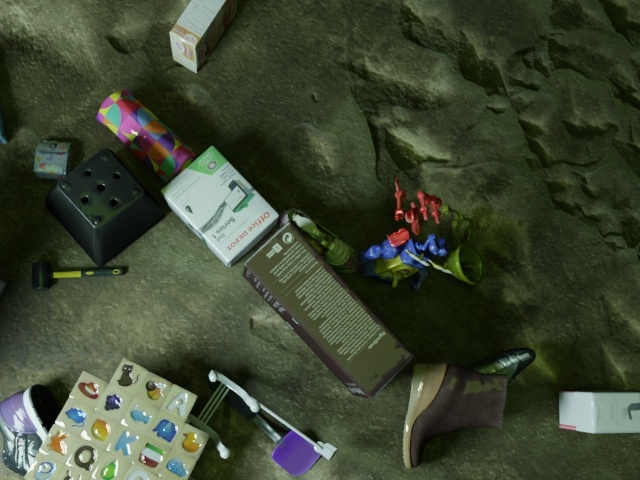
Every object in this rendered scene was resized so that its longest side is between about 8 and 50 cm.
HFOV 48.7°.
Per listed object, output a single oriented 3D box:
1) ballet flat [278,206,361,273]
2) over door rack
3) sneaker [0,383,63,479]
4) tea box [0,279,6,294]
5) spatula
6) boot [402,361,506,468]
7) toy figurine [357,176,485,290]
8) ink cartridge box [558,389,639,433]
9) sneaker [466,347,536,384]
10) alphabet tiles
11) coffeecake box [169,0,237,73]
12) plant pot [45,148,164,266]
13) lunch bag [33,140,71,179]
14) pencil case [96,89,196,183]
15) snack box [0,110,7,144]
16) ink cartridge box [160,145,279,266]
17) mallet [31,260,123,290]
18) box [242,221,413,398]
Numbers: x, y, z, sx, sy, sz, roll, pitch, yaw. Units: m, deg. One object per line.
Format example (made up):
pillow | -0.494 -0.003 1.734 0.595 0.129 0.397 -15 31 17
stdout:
ballet flat | 0.000 0.000 1.602 0.221 0.079 0.077 36 76 -2
over door rack | -0.155 0.453 1.465 0.324 0.108 0.239 34 87 0
sneaker | -0.572 0.446 1.442 0.124 0.107 0.283 -25 83 6
tea box | -0.798 0.167 1.320 0.220 0.323 0.329 27 77 -9
spatula | -0.130 0.398 1.538 0.296 0.030 0.084 41 82 0
boot | 0.289 0.391 1.533 0.206 0.090 0.248 8 96 9
toy figurine | 0.193 0.023 1.608 0.362 0.217 0.191 18 55 -49
ink cartridge box | 0.676 0.385 1.599 0.217 0.158 0.092 3 79 -9
sneaker | 0.399 0.338 1.612 0.228 0.086 0.132 -22 89 -2
alphabet tiles | -0.397 0.424 1.394 0.285 0.011 0.342 27 77 -1
coffeecake box | -0.264 -0.498 1.614 0.068 0.142 0.185 31 78 -2
plant pot | -0.458 -0.087 1.493 0.187 0.167 0.188 -41 87 -19
lunch bag | -0.589 -0.180 1.557 0.071 0.053 0.083 5 71 -9
pencil case | -0.387 -0.231 1.576 0.236 0.104 0.104 43 77 3
snack box | -0.865 -0.272 1.525 0.322 0.060 0.187 -13 82 -11
ink cartridge box | -0.220 -0.073 1.574 0.219 0.092 0.160 45 77 1
mallet | -0.527 0.082 1.532 0.189 0.039 0.062 5 78 -12
box | 0.006 0.156 1.522 0.381 0.191 0.143 45 77 2
